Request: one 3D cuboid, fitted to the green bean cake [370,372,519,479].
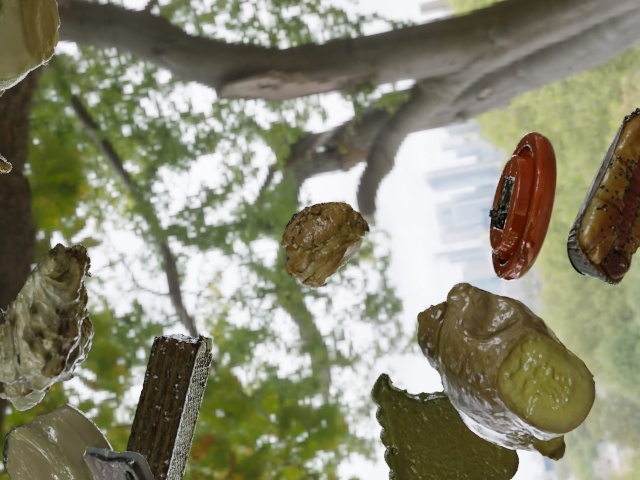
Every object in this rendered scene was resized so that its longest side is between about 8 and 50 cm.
[{"bbox_3d":[0.216,0.322,1.872,0.124,0.236,0.232,121,139,-84],"label":"green bean cake"}]

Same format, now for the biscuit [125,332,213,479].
[{"bbox_3d":[-0.239,0.320,1.551,0.107,0.073,0.388,17,-93,-81],"label":"biscuit"}]

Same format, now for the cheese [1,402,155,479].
[{"bbox_3d":[-0.180,0.161,0.786,0.047,0.171,0.092,-36,-89,-39],"label":"cheese"}]

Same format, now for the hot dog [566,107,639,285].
[{"bbox_3d":[0.313,-0.044,1.089,0.108,0.059,0.191,42,-111,-36],"label":"hot dog"}]

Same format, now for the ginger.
[{"bbox_3d":[0.192,0.154,1.172,0.219,0.123,0.270,44,161,13],"label":"ginger"}]

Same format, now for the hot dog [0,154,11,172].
[{"bbox_3d":[-0.486,-0.121,1.549,0.090,0.034,0.030,39,180,30],"label":"hot dog"}]

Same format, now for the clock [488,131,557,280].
[{"bbox_3d":[0.267,-0.046,1.437,0.205,0.051,0.205,-169,90,-85],"label":"clock"}]

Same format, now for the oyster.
[{"bbox_3d":[-0.407,0.151,1.632,0.201,0.107,0.354,-41,-25,-34],"label":"oyster"}]

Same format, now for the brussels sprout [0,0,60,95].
[{"bbox_3d":[-0.512,-0.319,1.412,0.268,0.344,0.344,-69,-28,-43],"label":"brussels sprout"}]

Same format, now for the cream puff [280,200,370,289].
[{"bbox_3d":[0.000,0.000,1.474,0.104,0.133,0.119,43,-142,12],"label":"cream puff"}]
